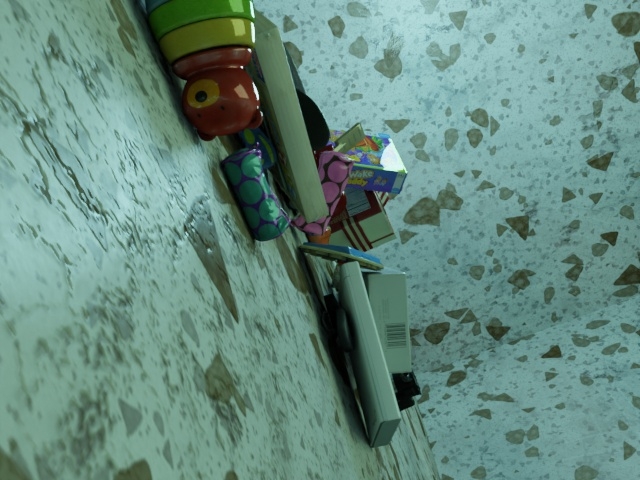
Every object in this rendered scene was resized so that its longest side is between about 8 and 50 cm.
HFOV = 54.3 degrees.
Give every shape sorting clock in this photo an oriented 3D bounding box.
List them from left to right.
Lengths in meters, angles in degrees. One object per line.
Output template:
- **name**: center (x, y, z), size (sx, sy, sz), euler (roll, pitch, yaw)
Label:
- **shape sorting clock**: center (0.050, 0.042, 1.482), size (0.206, 0.206, 0.040), euler (43, 58, -76)

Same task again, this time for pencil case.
- **pencil case**: center (-0.103, -0.078, 1.026), size (0.064, 0.070, 0.151), euler (-89, 156, -74)
- **pencil case**: center (0.002, -0.115, 1.489), size (0.098, 0.209, 0.095), euler (19, 6, -34)

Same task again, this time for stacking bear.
- **stacking bear**: center (-0.165, -0.293, 0.897), size (0.164, 0.175, 0.289), euler (-36, 114, -76)

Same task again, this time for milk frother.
- **milk frother**: center (0.189, 0.383, 1.691), size (0.129, 0.135, 0.143), euler (-81, 148, -78)

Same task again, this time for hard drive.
- **hard drive**: center (0.099, 0.255, 1.387), size (0.233, 0.047, 0.353), euler (92, -14, -59)

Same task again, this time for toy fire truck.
- **toy fire truck**: center (0.020, -0.176, 1.607), size (0.158, 0.246, 0.217), euler (-105, 171, -46)

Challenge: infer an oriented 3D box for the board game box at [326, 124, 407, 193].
- **board game box**: center (0.061, -0.253, 1.864), size (0.233, 0.347, 0.078), euler (-104, -154, -50)

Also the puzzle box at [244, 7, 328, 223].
- **puzzle box**: center (-0.097, -0.261, 1.258), size (0.272, 0.052, 0.408), euler (53, -16, 51)

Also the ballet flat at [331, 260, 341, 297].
- **ballet flat**: center (0.074, 0.145, 1.815), size (0.091, 0.077, 0.241), euler (-52, 132, -42)

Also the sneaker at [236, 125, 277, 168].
- **sneaker**: center (-0.149, -0.230, 1.254), size (0.188, 0.067, 0.078), euler (65, -15, -12)

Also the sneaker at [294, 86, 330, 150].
- **sneaker**: center (-0.092, -0.329, 1.532), size (0.270, 0.090, 0.145), euler (45, -9, -15)

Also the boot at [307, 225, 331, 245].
- **boot**: center (0.000, 0.000, 1.762), size (0.158, 0.059, 0.084), euler (-2, 73, -75)

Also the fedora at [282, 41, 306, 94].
- **fedora**: center (-0.154, -0.491, 1.753), size (0.275, 0.124, 0.243), euler (63, -1, 39)

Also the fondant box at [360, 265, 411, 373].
- **fondant box**: center (0.153, 0.192, 1.617), size (0.330, 0.096, 0.238), euler (-173, -100, -86)

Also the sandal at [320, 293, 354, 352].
- **sandal**: center (0.030, 0.191, 1.411), size (0.254, 0.055, 0.097), euler (-133, -152, -80)

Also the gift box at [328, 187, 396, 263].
- **gift box**: center (0.098, -0.108, 2.060), size (0.258, 0.255, 0.276), euler (53, 20, -61)
